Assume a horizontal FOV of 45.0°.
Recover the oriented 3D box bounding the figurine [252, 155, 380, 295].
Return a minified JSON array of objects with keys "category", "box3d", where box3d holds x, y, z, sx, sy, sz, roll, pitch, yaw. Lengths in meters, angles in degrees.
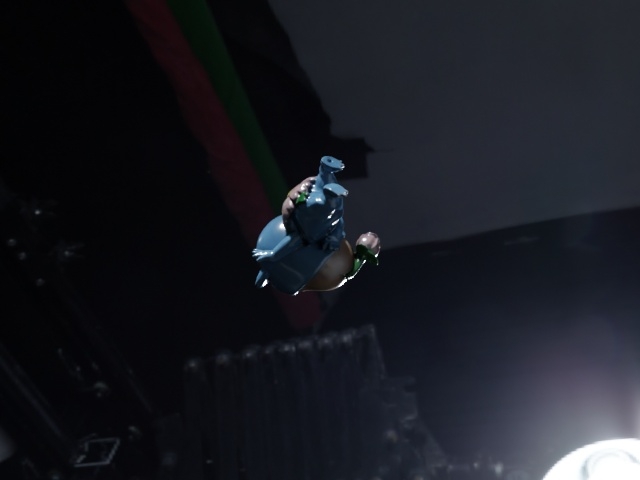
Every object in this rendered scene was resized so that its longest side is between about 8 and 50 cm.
[{"category":"figurine","box3d":[0.004,-0.001,0.898,0.114,0.144,0.178,-72,4,-50]}]
